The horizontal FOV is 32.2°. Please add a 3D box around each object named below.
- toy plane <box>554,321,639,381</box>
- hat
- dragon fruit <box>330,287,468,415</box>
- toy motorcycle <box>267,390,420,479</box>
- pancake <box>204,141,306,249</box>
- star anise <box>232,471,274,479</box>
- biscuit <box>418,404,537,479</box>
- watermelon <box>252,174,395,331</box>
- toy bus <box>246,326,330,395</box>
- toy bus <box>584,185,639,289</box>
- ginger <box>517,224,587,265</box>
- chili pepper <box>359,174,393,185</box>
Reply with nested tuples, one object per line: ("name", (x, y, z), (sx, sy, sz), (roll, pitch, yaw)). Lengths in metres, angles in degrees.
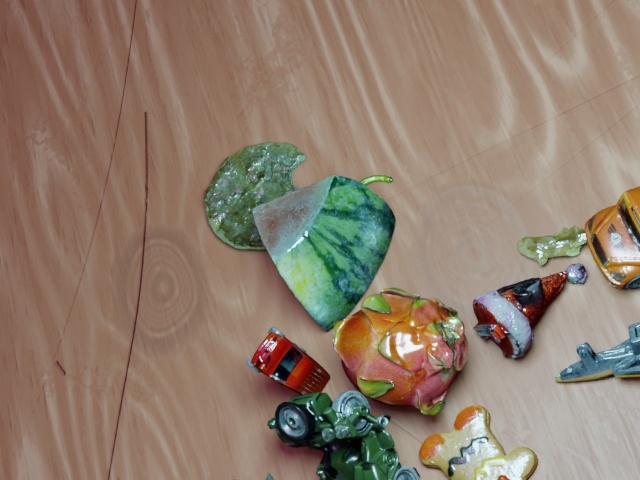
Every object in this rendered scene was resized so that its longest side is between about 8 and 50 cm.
("toy plane", (0.535, 0.175, 1.843), (0.316, 0.103, 0.204), (-14, 32, 19))
("hat", (0.370, 0.104, 1.930), (0.227, 0.140, 0.129), (-35, 71, -9))
("dragon fruit", (0.148, 0.187, 1.930), (0.227, 0.224, 0.224), (3, 71, 28))
("toy motorcycle", (0.038, 0.368, 1.912), (0.205, 0.275, 0.127), (-19, 18, 44))
("pancake", (-0.121, -0.088, 2.242), (0.254, 0.037, 0.253), (-8, 66, 19))
("star anise", (-0.103, 0.525, 1.969), (0.212, 0.073, 0.197), (28, 78, 31))
("biscuit", (0.290, 0.401, 1.885), (0.165, 0.036, 0.250), (-42, 61, 3))
("watermelon", (0.000, 0.000, 2.093), (0.201, 0.213, 0.261), (26, 75, 44))
("toy bus", (-0.055, 0.227, 1.998), (0.089, 0.195, 0.081), (33, 84, 25))
("toy bus", (0.612, -0.046, 1.860), (0.329, 0.153, 0.143), (-23, 65, 7))
("ginger", (0.420, 0.009, 1.988), (0.137, 0.044, 0.057), (-12, 95, 23))
("chili pepper", (0.102, -0.112, 2.174), (0.083, 0.017, 0.030), (-14, 67, 15))
